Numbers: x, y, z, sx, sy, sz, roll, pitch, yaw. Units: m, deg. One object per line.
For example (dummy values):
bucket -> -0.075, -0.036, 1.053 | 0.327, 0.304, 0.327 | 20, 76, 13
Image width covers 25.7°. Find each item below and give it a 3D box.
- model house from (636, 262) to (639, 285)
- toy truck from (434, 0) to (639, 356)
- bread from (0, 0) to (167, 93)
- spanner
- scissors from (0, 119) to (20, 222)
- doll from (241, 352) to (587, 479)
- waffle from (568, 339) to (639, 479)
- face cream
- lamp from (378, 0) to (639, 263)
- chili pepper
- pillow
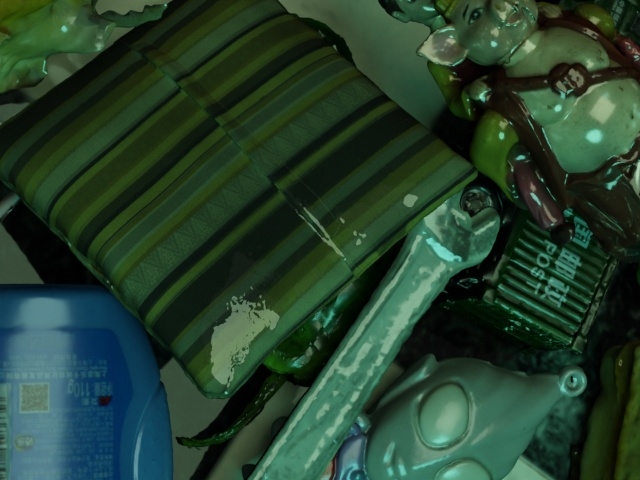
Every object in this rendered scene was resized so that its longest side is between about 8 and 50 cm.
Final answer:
model house -> 0.295, -0.007, 0.964 | 0.088, 0.117, 0.167 | 57, 41, -43
toy truck -> 0.154, -0.067, 0.919 | 0.121, 0.088, 0.259 | 28, 77, -14
bread -> -0.201, -0.275, 0.758 | 0.236, 0.183, 0.389 | 2, 83, -22
spanner -> 0.012, 0.090, 0.824 | 0.071, 0.017, 0.302 | 36, 84, -12
scissors -> -0.243, 0.013, 0.753 | 0.118, 0.030, 0.242 | 28, 54, -15
doll -> 0.063, 0.124, 0.875 | 0.227, 0.075, 0.102 | -17, 107, -10
waffle -> 0.286, 0.271, 0.922 | 0.261, 0.114, 0.376 | 13, 80, -21
face cream -> -0.156, 0.157, 0.784 | 0.149, 0.083, 0.264 | 1, 84, -18
lamp -> 0.126, -0.094, 0.814 | 0.253, 0.118, 0.118 | 45, 72, -6
chili pepper -> 0.001, 0.000, 0.870 | 0.122, 0.065, 0.279 | 12, 78, -6
pillow -> -0.054, -0.046, 0.805 | 0.208, 0.052, 0.212 | -41, 74, -19
